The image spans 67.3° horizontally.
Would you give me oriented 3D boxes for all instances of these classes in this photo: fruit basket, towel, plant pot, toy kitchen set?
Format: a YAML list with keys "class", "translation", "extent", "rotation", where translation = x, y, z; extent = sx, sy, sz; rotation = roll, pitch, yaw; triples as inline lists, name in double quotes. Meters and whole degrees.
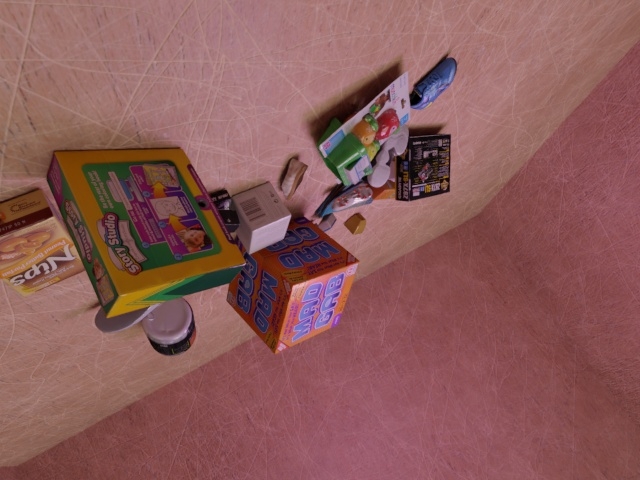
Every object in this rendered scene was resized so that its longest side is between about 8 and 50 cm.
- class: "fruit basket"
  translation: [0.167, -0.347, 1.581]
  extent: [0.353, 0.165, 0.327]
  rotation: [-36, 163, 1]
- class: "towel"
  translation: [0.175, -0.219, 2.155]
  extent: [0.370, 0.040, 0.271]
  rotation: [-17, 158, -41]
- class: "plant pot"
  translation: [0.187, -0.090, 2.472]
  extent: [0.081, 0.081, 0.083]
  rotation: [-12, 142, -48]
- class: "toy kitchen set"
  translation: [0.000, 0.000, 2.223]
  extent: [0.207, 0.166, 0.122]
  rotation: [-27, -167, 23]

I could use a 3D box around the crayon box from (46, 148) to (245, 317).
- class: "crayon box"
  translation: [-0.393, -0.040, 1.102]
  extent: [0.313, 0.363, 0.106]
  rotation: [-14, 156, -45]

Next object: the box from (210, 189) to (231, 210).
- class: "box"
  translation: [-0.383, -0.074, 1.570]
  extent: [0.184, 0.045, 0.191]
  rotation: [-21, 160, -22]

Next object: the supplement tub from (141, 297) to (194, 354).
- class: "supplement tub"
  translation: [-0.649, 0.380, 2.089]
  extent: [0.207, 0.207, 0.338]
  rotation: [-25, 161, -22]

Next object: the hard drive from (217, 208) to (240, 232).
- class: "hard drive"
  translation: [-0.447, -0.014, 1.472]
  extent: [0.338, 0.064, 0.237]
  rotation: [-4, 153, -37]

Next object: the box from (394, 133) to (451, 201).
- class: "box"
  translation: [0.433, -0.311, 2.013]
  extent: [0.079, 0.257, 0.322]
  rotation: [13, -159, 43]

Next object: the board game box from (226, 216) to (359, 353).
- class: "board game box"
  translation: [-0.124, 0.168, 1.984]
  extent: [0.356, 0.356, 0.356]
  rotation: [-17, 135, -41]

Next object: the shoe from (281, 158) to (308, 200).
- class: "shoe"
  translation: [-0.098, -0.214, 1.680]
  extent: [0.077, 0.058, 0.219]
  rotation: [-58, -178, -30]

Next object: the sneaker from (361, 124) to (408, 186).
- class: "sneaker"
  translation: [0.220, -0.331, 1.823]
  extent: [0.101, 0.153, 0.269]
  rotation: [32, 83, -34]

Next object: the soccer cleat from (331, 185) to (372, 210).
- class: "soccer cleat"
  translation: [0.129, -0.177, 2.021]
  extent: [0.196, 0.068, 0.076]
  rotation: [-24, 177, -26]

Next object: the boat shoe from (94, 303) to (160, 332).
- class: "boat shoe"
  translation: [-0.653, 0.220, 1.802]
  extent: [0.367, 0.136, 0.156]
  rotation: [-39, 167, -11]

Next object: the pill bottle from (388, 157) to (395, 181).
- class: "pill bottle"
  translation: [0.364, -0.315, 2.081]
  extent: [0.215, 0.117, 0.117]
  rotation: [-15, 156, -44]

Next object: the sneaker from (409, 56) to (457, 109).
- class: "sneaker"
  translation: [0.371, -0.520, 1.611]
  extent: [0.082, 0.069, 0.209]
  rotation: [-12, 154, -40]

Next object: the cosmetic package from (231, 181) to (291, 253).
- class: "cosmetic package"
  translation: [-0.214, -0.076, 1.679]
  extent: [0.151, 0.151, 0.184]
  rotation: [-25, 163, -23]

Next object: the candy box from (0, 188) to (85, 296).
- class: "candy box"
  translation: [-0.708, 0.017, 1.180]
  extent: [0.182, 0.088, 0.316]
  rotation: [-26, 162, -20]

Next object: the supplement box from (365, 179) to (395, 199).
- class: "supplement box"
  translation: [0.296, -0.234, 2.142]
  extent: [0.078, 0.080, 0.233]
  rotation: [-41, 166, 32]
